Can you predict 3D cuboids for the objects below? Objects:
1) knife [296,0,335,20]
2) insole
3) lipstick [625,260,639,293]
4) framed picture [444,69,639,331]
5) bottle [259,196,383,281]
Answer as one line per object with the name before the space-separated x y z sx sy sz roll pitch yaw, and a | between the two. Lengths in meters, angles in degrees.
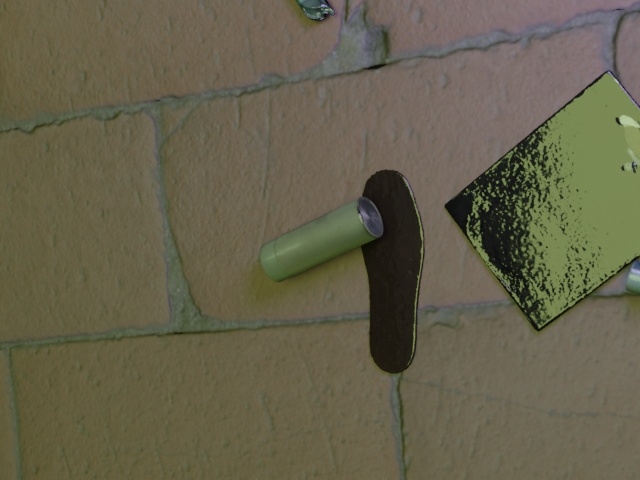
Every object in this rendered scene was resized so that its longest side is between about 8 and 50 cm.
knife | -0.070 -0.470 1.868 0.044 0.026 0.296 -39 73 20
insole | 0.114 0.050 1.815 0.111 0.007 0.327 0 93 27
lipstick | 0.512 0.071 1.597 0.158 0.048 0.048 18 101 25
framed picture | 0.371 -0.055 1.680 0.324 0.013 0.244 -40 76 22
bottle | 0.000 0.000 1.827 0.202 0.072 0.072 -25 82 28
